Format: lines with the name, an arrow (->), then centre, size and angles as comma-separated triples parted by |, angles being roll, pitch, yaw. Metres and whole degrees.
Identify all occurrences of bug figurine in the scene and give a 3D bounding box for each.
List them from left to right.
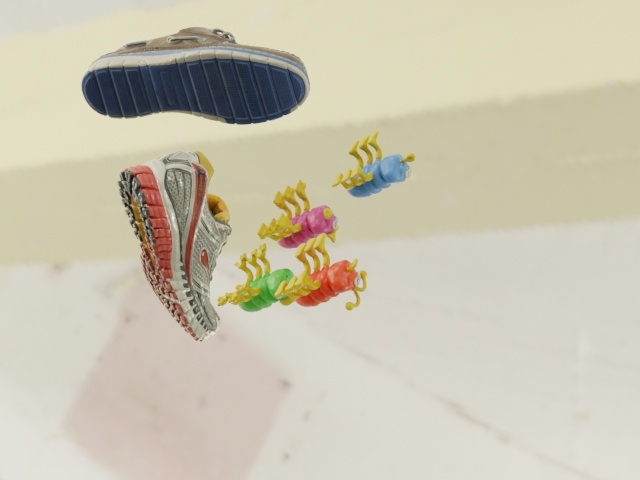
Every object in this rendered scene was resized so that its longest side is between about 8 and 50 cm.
bug figurine -> 0.000, 0.000, 2.217 | 0.216, 0.279, 0.072 | -22, -61, 40

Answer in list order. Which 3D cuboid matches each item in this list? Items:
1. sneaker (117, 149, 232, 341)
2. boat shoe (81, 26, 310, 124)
sneaker -> -0.121, 0.009, 1.836 | 0.088, 0.093, 0.225 | 48, -22, 40
boat shoe -> -0.091, -0.135, 1.475 | 0.183, 0.066, 0.066 | 4, -51, 16
